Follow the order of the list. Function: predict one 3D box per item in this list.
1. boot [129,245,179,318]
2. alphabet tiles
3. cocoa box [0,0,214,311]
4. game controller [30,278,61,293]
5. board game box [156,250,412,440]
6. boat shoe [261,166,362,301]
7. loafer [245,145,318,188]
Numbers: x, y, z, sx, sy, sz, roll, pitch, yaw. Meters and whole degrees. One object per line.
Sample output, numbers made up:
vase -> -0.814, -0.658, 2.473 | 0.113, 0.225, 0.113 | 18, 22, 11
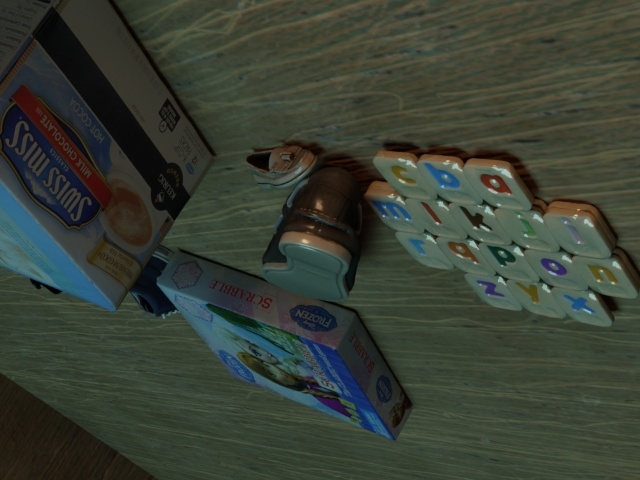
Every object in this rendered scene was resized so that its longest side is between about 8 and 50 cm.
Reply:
boot -> -0.236, 0.089, 1.982 | 0.069, 0.086, 0.190 | 17, 156, 30
alphabet tiles -> 0.181, -0.003, 1.307 | 0.284, 0.021, 0.278 | 9, 152, 44
cocoa box -> -0.320, -0.122, 1.403 | 0.231, 0.228, 0.347 | 18, 156, 30
game controller -> -0.442, -0.036, 1.843 | 0.166, 0.067, 0.319 | 41, -177, -31
board game box -> -0.049, 0.161, 1.929 | 0.318, 0.066, 0.318 | 18, 156, 30
boat shoe -> 0.000, 0.000, 1.475 | 0.112, 0.095, 0.335 | 21, 168, -2
loafer -> -0.047, -0.083, 1.399 | 0.039, 0.045, 0.125 | 44, 159, -17
